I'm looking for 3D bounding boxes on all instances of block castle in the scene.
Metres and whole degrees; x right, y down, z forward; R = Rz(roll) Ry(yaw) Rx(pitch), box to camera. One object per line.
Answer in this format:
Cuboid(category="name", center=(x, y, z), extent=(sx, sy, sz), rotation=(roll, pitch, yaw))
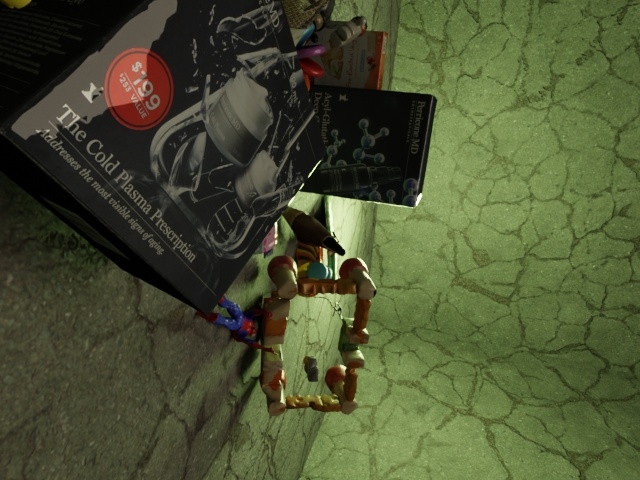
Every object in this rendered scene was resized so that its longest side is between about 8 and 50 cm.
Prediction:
Cuboid(category="block castle", center=(-0.024, 0.274, 1.286), extent=(0.213, 0.303, 0.452), rotation=(-121, -145, -68))

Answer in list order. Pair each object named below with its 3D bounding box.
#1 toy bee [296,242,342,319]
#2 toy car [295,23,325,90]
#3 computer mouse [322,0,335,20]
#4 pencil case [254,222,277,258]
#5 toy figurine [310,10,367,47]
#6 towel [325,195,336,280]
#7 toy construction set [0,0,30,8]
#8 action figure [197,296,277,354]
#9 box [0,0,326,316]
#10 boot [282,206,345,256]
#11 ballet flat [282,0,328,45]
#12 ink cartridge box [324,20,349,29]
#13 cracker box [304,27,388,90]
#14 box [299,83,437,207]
Cuboid(category="toy bee", center=(-0.044, 0.130, 1.501), extent=(0.195, 0.162, 0.298), rotation=(61, 16, -55))
Cuboid(category="toy car", center=(-0.056, -0.437, 1.036), extent=(0.159, 0.137, 0.181), rotation=(-58, 154, -55))
Cuboid(category="computer mouse", center=(0.013, -0.752, 1.240), extent=(0.184, 0.060, 0.261), rotation=(47, 54, -73))
Cuboid(category="pencil case", center=(-0.161, -0.090, 0.909), extent=(0.124, 0.124, 0.284), rotation=(-65, 161, -44))
Cuboid(category="toy figurine", center=(0.024, -0.598, 1.083), extent=(0.148, 0.210, 0.212), rotation=(-50, 150, -43))
Cuboid(category="towel", center=(0.042, 0.003, 1.714), extent=(0.247, 0.038, 0.324), rotation=(85, 3, -46))
Cuboid(category="toy construction set", center=(-0.228, -0.326, 0.301), extent=(0.151, 0.215, 0.327), rotation=(70, 33, -64))
Cuboid(category="action figure", center=(-0.171, 0.197, 1.042), extent=(0.280, 0.139, 0.091), rotation=(73, 32, -65))
Cuboid(category="box", center=(-0.174, -0.135, 0.523), extent=(0.312, 0.179, 0.343), rotation=(-58, 153, -21))
Cuboid(category="boot", center=(0.000, 0.000, 1.337), extent=(0.090, 0.207, 0.248), rotation=(-52, 144, -1))
Cuboid(category="ballet flat", center=(-0.074, -0.431, 0.776), extent=(0.482, 0.164, 0.181), rotation=(-94, -158, -53))
Cuboid(category="ink cartridge box", center=(0.045, -0.608, 1.404), extent=(0.203, 0.086, 0.148), rotation=(-64, 158, -49))
Cuboid(category="cracker box", center=(0.065, -0.518, 1.250), extent=(0.067, 0.233, 0.155), rotation=(-48, 145, -62))
Cuboid(category="box", center=(0.107, -0.276, 1.249), extent=(0.212, 0.396, 0.293), rotation=(-41, 138, -68))
